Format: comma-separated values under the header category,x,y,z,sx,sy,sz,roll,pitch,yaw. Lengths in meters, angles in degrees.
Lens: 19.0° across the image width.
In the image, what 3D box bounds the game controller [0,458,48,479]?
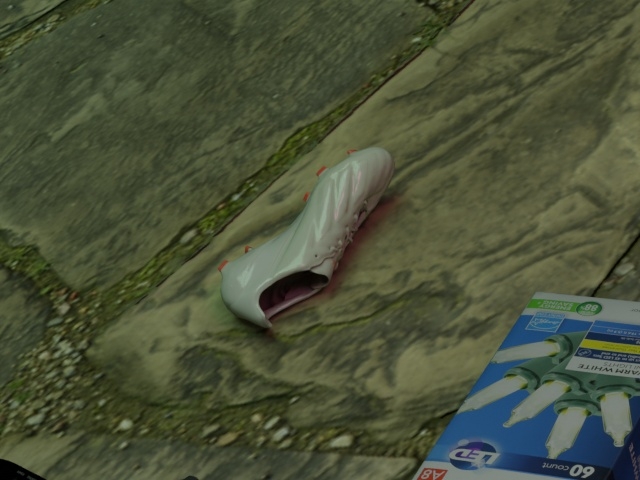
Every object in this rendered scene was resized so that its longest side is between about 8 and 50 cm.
category,x,y,z,sx,sy,sz,roll,pitch,yaw
game controller,-0.221,0.259,1.404,0.319,0.067,0.166,16,68,49

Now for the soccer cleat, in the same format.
category,x,y,z,sx,sy,sz,roll,pitch,yaw
soccer cleat,0.000,0.000,1.635,0.196,0.068,0.076,-42,50,-11

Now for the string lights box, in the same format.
category,x,y,z,sx,sy,sz,roll,pitch,yaw
string lights box,0.172,0.141,1.355,0.133,0.076,0.259,5,33,27

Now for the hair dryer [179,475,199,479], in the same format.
category,x,y,z,sx,sy,sz,roll,pitch,yaw
hair dryer,-0.071,0.315,1.346,0.223,0.080,0.293,-52,42,-9
